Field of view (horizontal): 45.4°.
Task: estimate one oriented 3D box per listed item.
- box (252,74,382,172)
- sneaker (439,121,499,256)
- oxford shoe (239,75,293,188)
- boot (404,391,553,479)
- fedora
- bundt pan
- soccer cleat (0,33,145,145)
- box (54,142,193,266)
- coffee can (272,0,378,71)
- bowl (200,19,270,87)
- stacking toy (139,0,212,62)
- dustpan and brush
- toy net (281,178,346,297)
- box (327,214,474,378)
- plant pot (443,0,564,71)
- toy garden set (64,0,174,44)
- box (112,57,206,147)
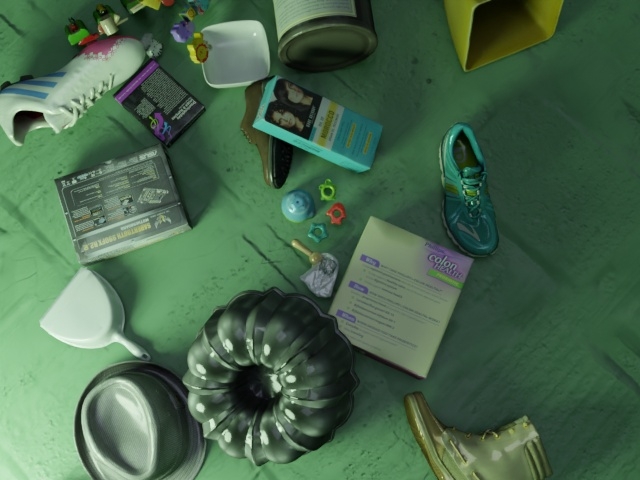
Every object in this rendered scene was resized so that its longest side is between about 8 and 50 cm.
[{"bbox_3d":[-0.003,-0.228,1.519,0.244,0.060,0.101,22,77,-20],"label":"box"},{"bbox_3d":[0.290,-0.101,1.514,0.106,0.110,0.276,-11,79,-2],"label":"sneaker"},{"bbox_3d":[-0.113,-0.214,1.566,0.096,0.082,0.227,-9,83,26],"label":"oxford shoe"},{"bbox_3d":[0.291,0.365,1.423,0.203,0.095,0.262,-28,81,-5],"label":"boot"},{"bbox_3d":[-0.346,0.354,1.413,0.243,0.124,0.276,-21,79,-4],"label":"fedora"},{"bbox_3d":[-0.104,0.256,1.373,0.330,0.124,0.331,2,98,15],"label":"bundt pan"},{"bbox_3d":[-0.496,-0.295,1.552,0.331,0.116,0.143,-24,64,3],"label":"soccer cleat"},{"bbox_3d":[-0.395,-0.072,1.538,0.230,0.056,0.183,-20,79,-4],"label":"box"},{"bbox_3d":[-0.002,-0.512,1.554,0.201,0.201,0.276,-7,78,-1],"label":"coffee can"},{"bbox_3d":[-0.176,-0.384,1.604,0.142,0.053,0.142,-8,78,-1],"label":"bowl"},{"bbox_3d":[-0.264,-0.466,1.589,0.166,0.052,0.221,12,70,36],"label":"stacking toy"},{"bbox_3d":[-0.420,0.169,1.494,0.211,0.060,0.147,34,82,14],"label":"dustpan and brush"},{"bbox_3d":[0.000,0.000,1.530,0.122,0.045,0.232,-13,80,-4],"label":"toy net"},{"bbox_3d":[0.143,0.111,1.466,0.213,0.117,0.243,23,80,5],"label":"box"},{"bbox_3d":[0.355,-0.511,1.560,0.212,0.212,0.187,-23,67,-4],"label":"plant pot"},{"bbox_3d":[-0.411,-0.477,1.559,0.244,0.204,0.049,-30,122,-7],"label":"toy garden set"},{"bbox_3d":[-0.336,-0.287,1.597,0.162,0.029,0.116,42,82,10],"label":"box"}]
